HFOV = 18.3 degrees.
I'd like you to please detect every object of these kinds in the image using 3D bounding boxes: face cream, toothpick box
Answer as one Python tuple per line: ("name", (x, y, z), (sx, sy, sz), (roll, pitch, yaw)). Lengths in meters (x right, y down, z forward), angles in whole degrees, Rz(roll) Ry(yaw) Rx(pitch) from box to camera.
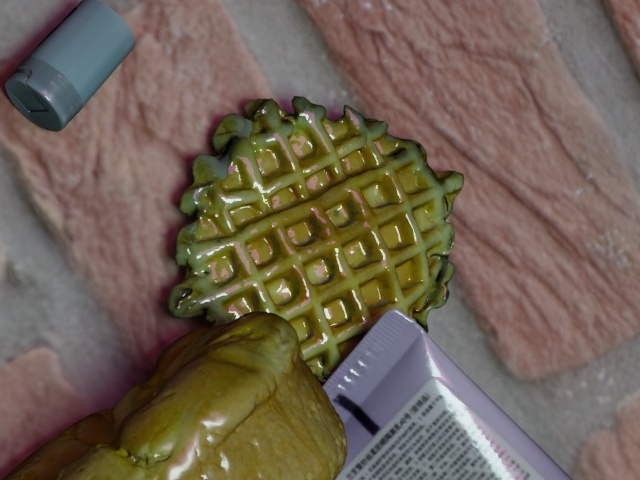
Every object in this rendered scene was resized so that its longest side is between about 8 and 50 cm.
("face cream", (0.107, 0.183, 1.402), (0.274, 0.096, 0.154), (38, 105, -11))
("toothpick box", (-0.173, -0.121, 1.371), (0.052, 0.052, 0.083), (43, 65, -10))

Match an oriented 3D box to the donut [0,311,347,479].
("donut", (-0.101, 0.160, 1.259), (0.261, 0.208, 0.128), (-39, 98, -17))

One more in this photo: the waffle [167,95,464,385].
("waffle", (0.000, 0.000, 1.417), (0.214, 0.054, 0.208), (24, 72, -18))
